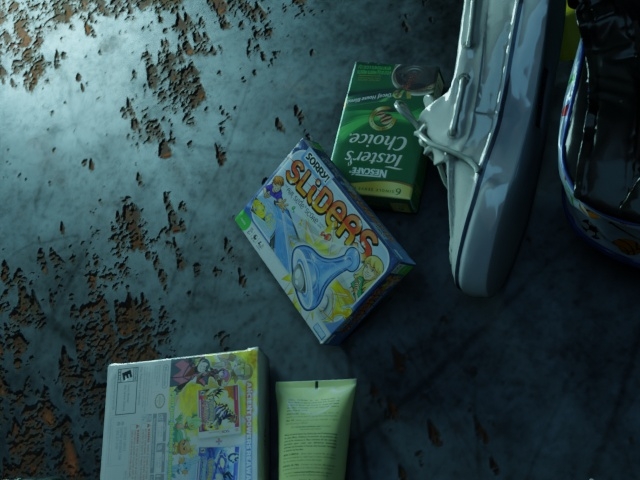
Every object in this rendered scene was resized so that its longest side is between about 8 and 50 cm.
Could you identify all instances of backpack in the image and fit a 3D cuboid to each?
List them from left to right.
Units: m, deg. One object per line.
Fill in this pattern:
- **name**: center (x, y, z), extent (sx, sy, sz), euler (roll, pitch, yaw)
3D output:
- **backpack**: center (0.356, -0.099, 0.881), extent (0.276, 0.213, 0.263), euler (13, 64, 28)

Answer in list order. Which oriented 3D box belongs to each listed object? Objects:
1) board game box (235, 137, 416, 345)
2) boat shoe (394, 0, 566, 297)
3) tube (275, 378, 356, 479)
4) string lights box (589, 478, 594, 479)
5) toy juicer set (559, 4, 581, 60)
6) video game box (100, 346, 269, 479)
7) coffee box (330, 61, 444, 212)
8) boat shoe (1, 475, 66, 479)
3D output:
- **board game box**: center (0.000, 0.000, 1.015), extent (0.136, 0.035, 0.201), euler (-49, 60, 20)
- **boat shoe**: center (0.158, -0.127, 0.972), extent (0.156, 0.136, 0.367), euler (10, 88, 25)
- **tube**: center (-0.008, 0.259, 0.925), extent (0.070, 0.062, 0.240), euler (15, 59, -24)
- **string lights box**: center (0.322, 0.318, 0.749), extent (0.259, 0.133, 0.077), euler (33, 80, 26)
- **toy juicer set**: center (0.427, -0.290, 1.017), extent (0.328, 0.089, 0.209), euler (6, 57, 28)
- **video game box**: center (-0.148, 0.229, 0.982), extent (0.187, 0.048, 0.205), euler (-8, 65, 16)
- **coffee box**: center (0.078, -0.126, 1.071), extent (0.113, 0.040, 0.184), euler (8, 70, 20)
- **boat shoe**: center (-0.292, 0.403, 0.906), extent (0.113, 0.127, 0.340), euler (-22, 53, 20)
